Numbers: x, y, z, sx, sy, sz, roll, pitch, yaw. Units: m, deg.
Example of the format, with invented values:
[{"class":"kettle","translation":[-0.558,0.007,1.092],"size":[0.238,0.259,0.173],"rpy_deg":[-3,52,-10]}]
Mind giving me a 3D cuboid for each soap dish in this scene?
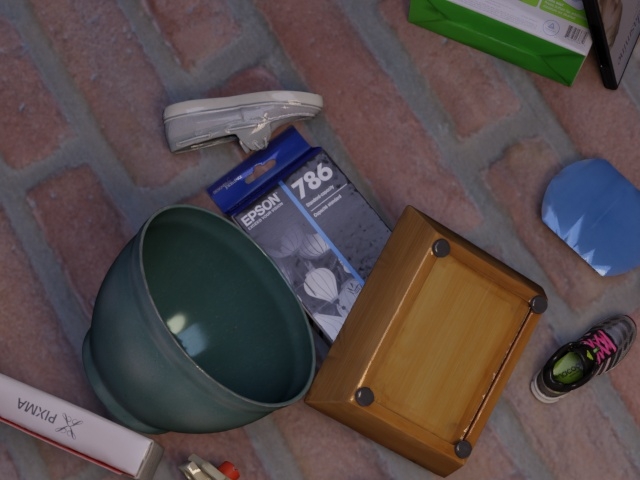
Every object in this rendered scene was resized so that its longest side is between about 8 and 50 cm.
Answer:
[{"class":"soap dish","translation":[0.146,0.134,1.731],"size":[0.229,0.118,0.291],"rpy_deg":[31,82,-18]}]

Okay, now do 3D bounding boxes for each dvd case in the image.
[{"class":"dvd case","translation":[0.414,-0.341,1.840],"size":[0.022,0.253,0.180],"rpy_deg":[18,75,25]}]

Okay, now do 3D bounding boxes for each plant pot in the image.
[{"class":"plant pot","translation":[-0.177,0.127,1.709],"size":[0.196,0.293,0.293],"rpy_deg":[-37,76,28]}]

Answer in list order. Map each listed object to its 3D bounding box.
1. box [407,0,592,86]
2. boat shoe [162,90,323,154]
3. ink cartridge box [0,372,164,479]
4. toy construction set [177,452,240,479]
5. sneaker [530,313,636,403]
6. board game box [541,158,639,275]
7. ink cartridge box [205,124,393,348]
[{"class":"box","translation":[0.287,-0.385,1.910],"size":[0.262,0.127,0.231],"rpy_deg":[22,76,5]},{"class":"boat shoe","translation":[-0.106,-0.160,1.879],"size":[0.227,0.079,0.081],"rpy_deg":[-6,85,3]},{"class":"ink cartridge box","translation":[-0.342,0.222,1.687],"size":[0.275,0.239,0.060],"rpy_deg":[23,77,5]},{"class":"toy construction set","translation":[-0.175,0.434,1.680],"size":[0.215,0.151,0.328],"rpy_deg":[14,61,49]},{"class":"sneaker","translation":[0.358,0.155,1.795],"size":[0.170,0.075,0.063],"rpy_deg":[-34,78,-9]},{"class":"board game box","translation":[0.387,-0.031,1.868],"size":[0.168,0.033,0.133],"rpy_deg":[43,74,5]},{"class":"ink cartridge box","translation":[0.000,0.000,1.840],"size":[0.165,0.065,0.333],"rpy_deg":[-39,78,-9]}]
